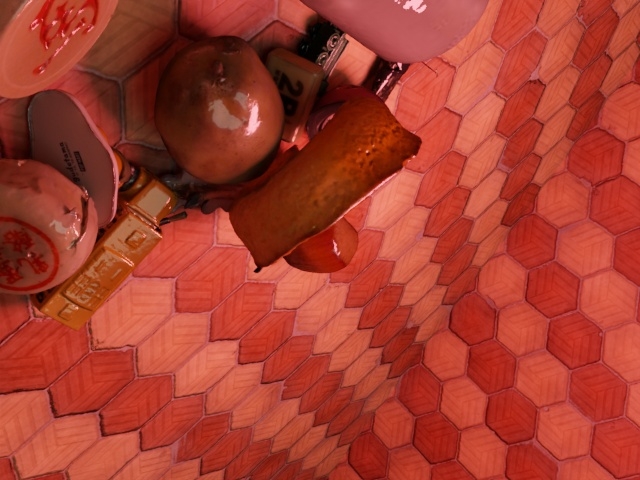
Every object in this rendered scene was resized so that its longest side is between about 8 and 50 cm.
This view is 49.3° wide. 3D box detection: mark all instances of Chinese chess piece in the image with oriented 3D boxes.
[{"bbox_3d":[-0.391,-0.317,0.950,0.273,0.102,0.273,-48,-179,2],"label":"Chinese chess piece"}]

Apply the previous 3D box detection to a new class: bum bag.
[{"bbox_3d":[0.182,-0.431,1.699,0.102,0.069,0.248,-69,-179,-60],"label":"bum bag"}]

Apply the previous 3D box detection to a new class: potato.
[{"bbox_3d":[-0.187,-0.234,1.304,0.243,0.221,0.326,-40,164,2],"label":"potato"}]

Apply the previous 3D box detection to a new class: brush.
[{"bbox_3d":[-0.364,-0.031,1.470,0.170,0.014,0.043,-17,178,-7],"label":"brush"}]

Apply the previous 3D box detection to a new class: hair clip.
[{"bbox_3d":[-0.249,-0.111,1.534,0.257,0.075,0.146,-12,138,-55],"label":"hair clip"}]

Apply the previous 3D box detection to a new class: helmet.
[{"bbox_3d":[0.075,-0.289,1.651,0.198,0.154,0.253,-11,144,21],"label":"helmet"}]

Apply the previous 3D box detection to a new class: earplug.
[{"bbox_3d":[0.092,-0.518,1.239,0.394,0.312,0.312,8,120,-53],"label":"earplug"}]

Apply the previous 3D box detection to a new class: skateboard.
[{"bbox_3d":[0.257,-0.437,1.776,0.064,0.083,0.032,-39,150,-13],"label":"skateboard"}]

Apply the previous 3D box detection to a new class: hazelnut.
[{"bbox_3d":[0.002,0.010,1.887,0.210,0.186,0.210,-52,164,-21],"label":"hazelnut"}]

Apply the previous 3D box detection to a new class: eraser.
[{"bbox_3d":[-0.074,-0.302,1.466,0.172,0.117,0.058,-67,174,32],"label":"eraser"}]

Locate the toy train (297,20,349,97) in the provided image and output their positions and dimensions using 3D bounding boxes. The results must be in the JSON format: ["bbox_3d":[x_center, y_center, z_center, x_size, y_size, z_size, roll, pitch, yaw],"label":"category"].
[{"bbox_3d":[-0.001,-0.395,1.511,0.170,0.071,0.111,-58,158,16],"label":"toy train"}]

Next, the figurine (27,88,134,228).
[{"bbox_3d":[-0.400,-0.162,1.231,0.141,0.167,0.250,-55,149,-55],"label":"figurine"}]

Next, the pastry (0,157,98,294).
[{"bbox_3d":[-0.506,-0.021,1.153,0.265,0.133,0.264,-1,127,-1],"label":"pastry"}]

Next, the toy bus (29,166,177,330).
[{"bbox_3d":[-0.419,0.015,1.371,0.335,0.123,0.121,-47,130,1],"label":"toy bus"}]

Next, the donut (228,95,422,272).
[{"bbox_3d":[-0.022,-0.122,1.452,0.435,0.163,0.377,-30,-166,39],"label":"donut"}]
